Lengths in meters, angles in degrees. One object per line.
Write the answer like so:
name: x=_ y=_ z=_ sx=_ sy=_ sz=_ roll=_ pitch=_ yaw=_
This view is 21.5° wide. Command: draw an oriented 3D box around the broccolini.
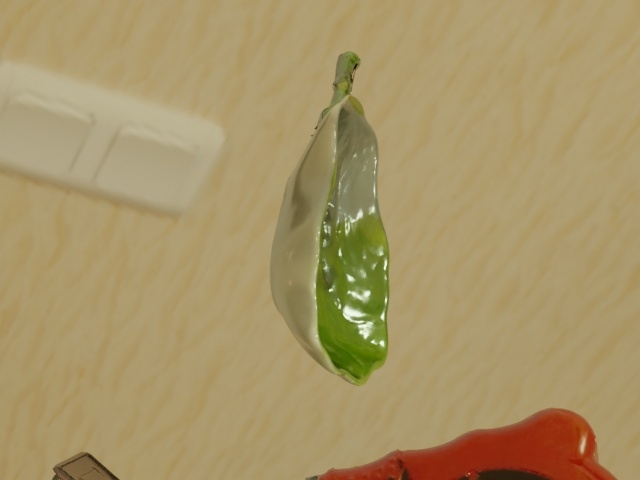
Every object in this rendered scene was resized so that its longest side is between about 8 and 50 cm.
broccolini: x=0.010 y=-0.070 z=1.010 sx=0.030 sy=0.035 sz=0.140 roll=8 pitch=33 yaw=0

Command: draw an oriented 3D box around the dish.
dish: x=0.000 y=0.000 z=0.800 sx=0.091 sy=0.039 sz=0.137 roll=28 pitch=60 yaw=-64

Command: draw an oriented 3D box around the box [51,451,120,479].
box: x=-0.134 y=0.178 z=1.002 sx=0.084 sy=0.063 sz=0.060 roll=37 pitch=5 yaw=6

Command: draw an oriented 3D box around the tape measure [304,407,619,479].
tape measure: x=0.134 y=0.263 z=1.315 sx=0.253 sy=0.114 sz=0.260 roll=-16 pitch=49 yaw=-6
